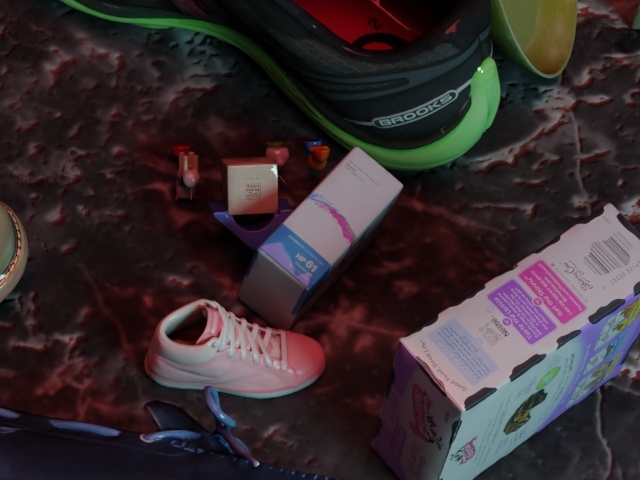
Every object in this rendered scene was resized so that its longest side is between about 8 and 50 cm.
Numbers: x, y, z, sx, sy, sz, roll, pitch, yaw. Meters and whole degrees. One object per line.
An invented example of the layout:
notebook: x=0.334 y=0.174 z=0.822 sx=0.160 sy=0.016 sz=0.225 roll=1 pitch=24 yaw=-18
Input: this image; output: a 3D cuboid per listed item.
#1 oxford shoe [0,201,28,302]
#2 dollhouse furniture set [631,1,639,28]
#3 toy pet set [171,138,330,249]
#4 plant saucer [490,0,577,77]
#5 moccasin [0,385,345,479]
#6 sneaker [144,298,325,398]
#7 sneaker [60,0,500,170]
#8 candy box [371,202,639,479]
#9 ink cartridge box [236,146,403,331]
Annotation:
oxford shoe: x=-0.399 y=0.027 z=1.258 sx=0.397 sy=0.146 sz=0.140 roll=-15 pitch=61 yaw=-16
dollhouse furniture set: x=0.428 y=-0.230 z=1.557 sx=0.262 sy=0.135 sz=0.259 roll=24 pitch=70 yaw=8
toy pet set: x=-0.050 y=-0.036 z=1.399 sx=0.122 sy=0.114 sz=0.065 roll=-3 pitch=103 yaw=-10
plant saucer: x=0.156 y=-0.250 z=1.473 sx=0.037 sy=0.241 sz=0.241 roll=-6 pitch=54 yaw=25
moccasin: x=-0.113 y=0.155 z=1.223 sx=0.342 sy=0.137 sz=0.116 roll=9 pitch=53 yaw=-2
sneaker: x=-0.060 y=0.078 z=1.315 sx=0.134 sy=0.070 sz=0.051 roll=1 pitch=56 yaw=-8
sneaker: x=-0.061 y=-0.243 z=1.435 sx=0.483 sy=0.202 sz=0.185 roll=27 pitch=58 yaw=9
candy box: x=0.139 y=0.084 z=1.279 sx=0.196 sy=0.165 sz=0.070 roll=-31 pitch=66 yaw=-24
ink cartridge box: x=0.000 y=0.000 z=1.356 sx=0.052 sy=0.088 sz=0.122 roll=38 pitch=62 yaw=6
